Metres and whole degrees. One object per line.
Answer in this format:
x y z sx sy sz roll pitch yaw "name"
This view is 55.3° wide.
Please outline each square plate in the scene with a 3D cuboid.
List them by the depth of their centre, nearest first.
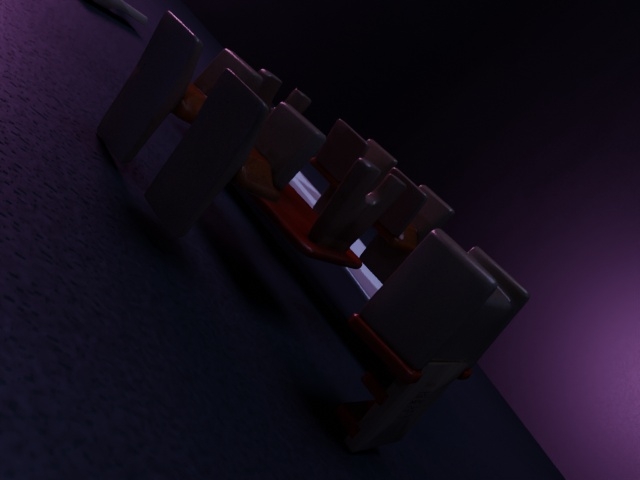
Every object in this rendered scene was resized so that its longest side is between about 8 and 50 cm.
0.005 0.001 0.749 0.347 0.049 0.344 51 7 12 "square plate"

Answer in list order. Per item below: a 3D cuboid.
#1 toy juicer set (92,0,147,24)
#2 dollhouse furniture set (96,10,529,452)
-0.308 -0.391 0.699 0.329 0.089 0.209 47 7 -25 "toy juicer set"
0.000 0.000 0.436 0.259 0.135 0.262 47 17 31 "dollhouse furniture set"
